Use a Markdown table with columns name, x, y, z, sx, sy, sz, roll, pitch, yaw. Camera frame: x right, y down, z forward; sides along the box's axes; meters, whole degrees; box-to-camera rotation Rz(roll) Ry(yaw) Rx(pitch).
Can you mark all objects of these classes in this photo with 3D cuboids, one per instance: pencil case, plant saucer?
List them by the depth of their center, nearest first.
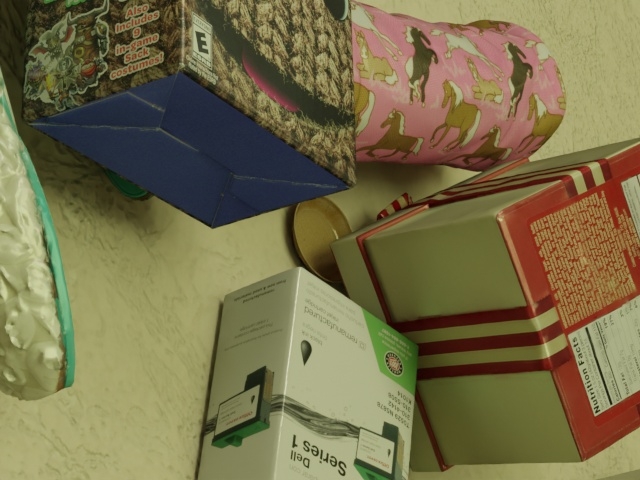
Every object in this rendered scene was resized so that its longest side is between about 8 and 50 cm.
| name | x | y | z | sx | sy | sz | roll | pitch | yaw |
| --- | --- | --- | --- | --- | --- | --- | --- | --- | --- |
| plant saucer | 0.000 | 0.000 | 1.594 | 0.083 | 0.015 | 0.083 | 27 | 52 | -41 |
| pencil case | 0.066 | -0.140 | 1.625 | 0.386 | 0.160 | 0.167 | 0 | 57 | -51 |

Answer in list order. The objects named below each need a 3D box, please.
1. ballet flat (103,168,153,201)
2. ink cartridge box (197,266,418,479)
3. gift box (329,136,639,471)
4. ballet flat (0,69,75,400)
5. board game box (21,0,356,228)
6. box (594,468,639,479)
| name | x | y | z | sx | sy | sz | roll | pitch | yaw |
| --- | --- | --- | --- | --- | --- | --- | --- | --- | --- |
| ballet flat | -0.161 | -0.124 | 1.420 | 0.070 | 0.070 | 0.188 | -23 | 95 | -53 |
| ink cartridge box | -0.008 | 0.159 | 1.439 | 0.160 | 0.092 | 0.219 | 34 | 48 | -37 |
| gift box | 0.195 | 0.060 | 1.582 | 0.276 | 0.258 | 0.255 | -19 | 95 | -37 |
| ballet flat | -0.274 | -0.076 | 1.223 | 0.147 | 0.147 | 0.409 | 4 | 66 | -51 |
| board game box | -0.092 | -0.192 | 1.345 | 0.232 | 0.141 | 0.291 | 31 | 51 | -52 |
| box | 0.405 | 0.268 | 1.749 | 0.113 | 0.275 | 0.094 | 39 | 46 | -31 |
